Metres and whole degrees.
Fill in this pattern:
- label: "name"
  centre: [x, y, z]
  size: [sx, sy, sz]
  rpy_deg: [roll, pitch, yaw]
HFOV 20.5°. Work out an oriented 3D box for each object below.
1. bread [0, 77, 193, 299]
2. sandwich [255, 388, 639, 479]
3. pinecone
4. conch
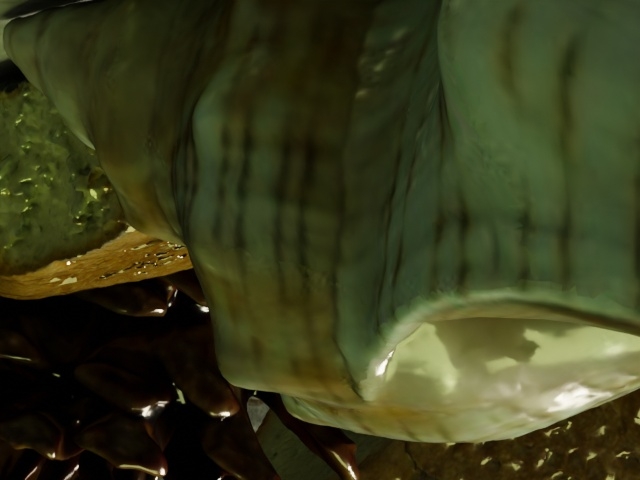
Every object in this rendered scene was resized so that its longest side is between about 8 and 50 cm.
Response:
- label: "bread"
  centre: [-0.056, -0.029, 0.612]
  size: [0.140, 0.069, 0.128]
  rpy_deg: [-13, 173, -8]
- label: "sandwich"
  centre: [0.087, 0.081, 0.872]
  size: [0.288, 0.099, 0.254]
  rpy_deg: [-32, -174, 26]
- label: "pinecone"
  centre: [-0.082, 0.056, 0.755]
  size: [0.229, 0.201, 0.202]
  rpy_deg: [10, 158, -23]
- label: "conch"
  centre: [0.080, -0.027, 0.436]
  size: [0.386, 0.169, 0.203]
  rpy_deg: [1, -175, 27]
